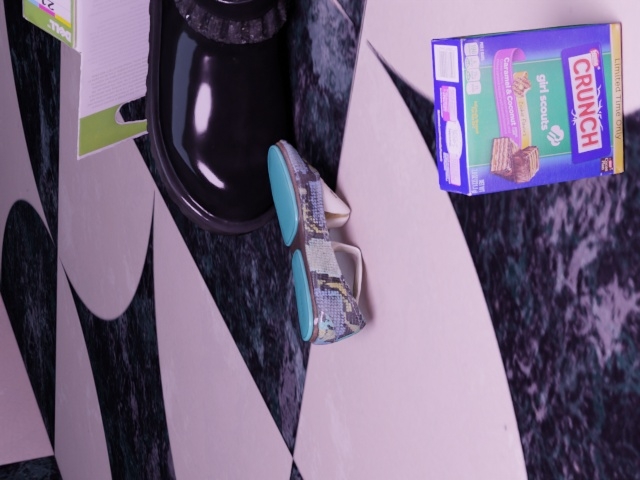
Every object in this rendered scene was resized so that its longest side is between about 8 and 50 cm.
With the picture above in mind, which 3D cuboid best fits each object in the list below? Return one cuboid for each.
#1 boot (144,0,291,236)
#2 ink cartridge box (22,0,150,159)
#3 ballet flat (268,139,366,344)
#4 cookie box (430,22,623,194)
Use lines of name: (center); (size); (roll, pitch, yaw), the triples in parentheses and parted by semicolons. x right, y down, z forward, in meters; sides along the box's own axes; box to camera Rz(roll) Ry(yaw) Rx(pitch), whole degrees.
boot: (-0.071, -0.188, 1.261); (0.260, 0.131, 0.348); (161, 101, -68)
ink cartridge box: (-0.205, -0.235, 1.477); (0.097, 0.188, 0.255); (34, 133, 31)
ballet flat: (0.000, 0.000, 1.245); (0.070, 0.070, 0.188); (131, 131, -63)
cookie box: (0.122, -0.079, 0.842); (0.040, 0.107, 0.092); (-159, 62, -64)
